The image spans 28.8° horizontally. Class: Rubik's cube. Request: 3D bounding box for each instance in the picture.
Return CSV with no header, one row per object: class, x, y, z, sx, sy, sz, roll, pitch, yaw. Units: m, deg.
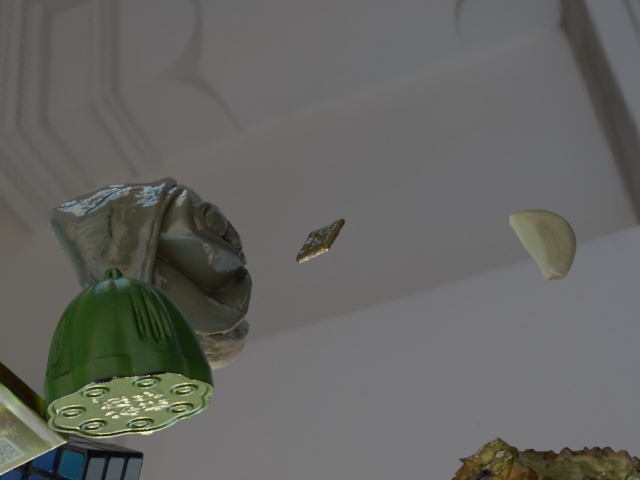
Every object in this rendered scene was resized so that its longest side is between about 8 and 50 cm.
Rubik's cube,-0.399,0.392,1.962,0.163,0.162,0.160,21,-99,-61

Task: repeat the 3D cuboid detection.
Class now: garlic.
garlic,0.232,0.000,1.265,0.041,0.053,0.083,91,157,-62

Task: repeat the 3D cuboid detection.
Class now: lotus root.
lotus root,-0.211,0.103,1.324,0.186,0.186,0.186,-17,-90,-80

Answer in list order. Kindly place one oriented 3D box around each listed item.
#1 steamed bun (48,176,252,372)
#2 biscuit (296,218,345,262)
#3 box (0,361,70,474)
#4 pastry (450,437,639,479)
steamed bun,-0.242,0.052,1.987,0.367,0.255,0.342,56,176,15
biscuit,0.000,0.000,2.141,0.018,0.081,0.083,50,-136,-18
box,-0.524,0.282,1.728,0.173,0.311,0.043,51,-161,-36
pastry,0.370,0.490,1.919,0.292,0.405,0.337,17,98,64
